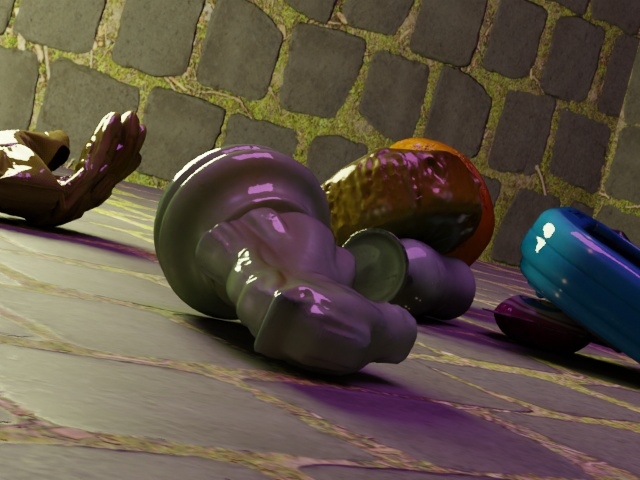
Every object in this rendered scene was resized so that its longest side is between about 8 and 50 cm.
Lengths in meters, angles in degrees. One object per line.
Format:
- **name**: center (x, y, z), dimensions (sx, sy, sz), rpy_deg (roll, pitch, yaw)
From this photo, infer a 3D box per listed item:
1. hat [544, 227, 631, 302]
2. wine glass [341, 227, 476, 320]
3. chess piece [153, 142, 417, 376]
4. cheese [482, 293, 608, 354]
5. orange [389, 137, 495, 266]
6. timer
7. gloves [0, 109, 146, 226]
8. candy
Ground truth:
- **hat**: center (0.465, 0.049, 2.633), dimensions (0.266, 0.128, 0.265), rpy_deg (-15, -7, -2)
- **wine glass**: center (0.115, 0.050, 2.009), dimensions (0.103, 0.103, 0.231), rpy_deg (16, 0, 28)
- **chess piece**: center (-0.025, 0.037, 1.376), dimensions (0.176, 0.175, 0.298), rpy_deg (13, 17, -29)
- **cheese**: center (0.329, 0.120, 2.102), dimensions (0.244, 0.062, 0.155), rpy_deg (16, 1, -23)
- **orange**: center (0.145, -0.034, 2.389), dimensions (0.240, 0.240, 0.240), rpy_deg (15, 3, -1)
- **timer**: center (0.401, 0.076, 2.008), dimensions (0.309, 0.115, 0.340), rpy_deg (37, 11, 11)
- **gloves**: center (-0.346, -0.086, 1.966), dimensions (0.154, 0.141, 0.331), rpy_deg (-18, -10, 42)
- **candy**: center (0.090, -0.031, 2.100), dimensions (0.260, 0.118, 0.260), rpy_deg (-14, -19, -5)
